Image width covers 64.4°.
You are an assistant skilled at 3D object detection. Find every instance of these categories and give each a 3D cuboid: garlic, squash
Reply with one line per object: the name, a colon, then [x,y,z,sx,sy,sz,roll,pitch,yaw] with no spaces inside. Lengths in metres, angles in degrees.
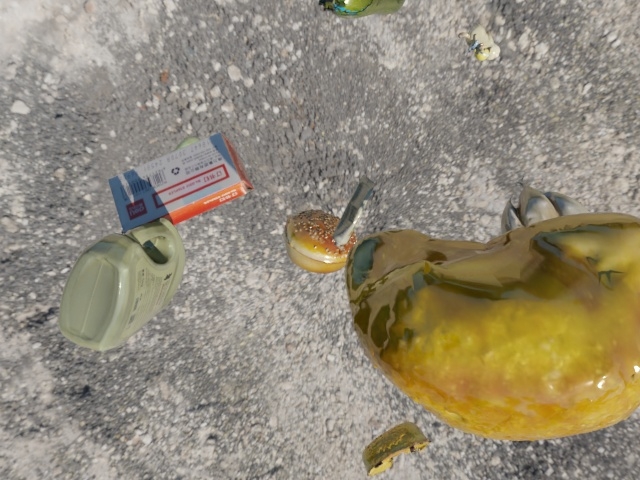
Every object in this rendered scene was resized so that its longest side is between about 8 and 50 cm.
garlic: [0.586,-0.020,1.311,0.237,0.210,0.292,2,91,14]
squash: [0.082,-0.447,0.919,0.087,0.331,0.087,14,122,24]

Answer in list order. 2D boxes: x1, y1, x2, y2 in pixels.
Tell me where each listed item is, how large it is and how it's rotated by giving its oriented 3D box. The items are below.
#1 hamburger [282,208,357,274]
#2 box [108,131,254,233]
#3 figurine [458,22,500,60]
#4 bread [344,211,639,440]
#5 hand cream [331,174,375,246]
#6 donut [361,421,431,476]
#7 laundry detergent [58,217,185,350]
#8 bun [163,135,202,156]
hamburger: [-0.002,0.001,1.463,0.236,0.237,0.148,11,116,3]
box: [-0.245,-0.096,0.890,0.229,0.050,0.123,-25,66,-5]
figurine: [0.316,-0.391,1.022,0.050,0.047,0.083,-37,79,-25]
bread: [0.213,0.112,0.620,0.360,0.394,0.251,-5,79,22]
hand cream: [0.070,-0.060,1.104,0.037,0.057,0.165,15,110,-33]
donut: [0.177,0.514,1.258,0.181,0.146,0.078,-38,58,17]
laundry detergent: [-0.279,0.054,0.778,0.091,0.253,0.181,21,103,4]
bun: [-0.352,-0.157,1.310,0.108,0.221,0.221,35,91,1]
